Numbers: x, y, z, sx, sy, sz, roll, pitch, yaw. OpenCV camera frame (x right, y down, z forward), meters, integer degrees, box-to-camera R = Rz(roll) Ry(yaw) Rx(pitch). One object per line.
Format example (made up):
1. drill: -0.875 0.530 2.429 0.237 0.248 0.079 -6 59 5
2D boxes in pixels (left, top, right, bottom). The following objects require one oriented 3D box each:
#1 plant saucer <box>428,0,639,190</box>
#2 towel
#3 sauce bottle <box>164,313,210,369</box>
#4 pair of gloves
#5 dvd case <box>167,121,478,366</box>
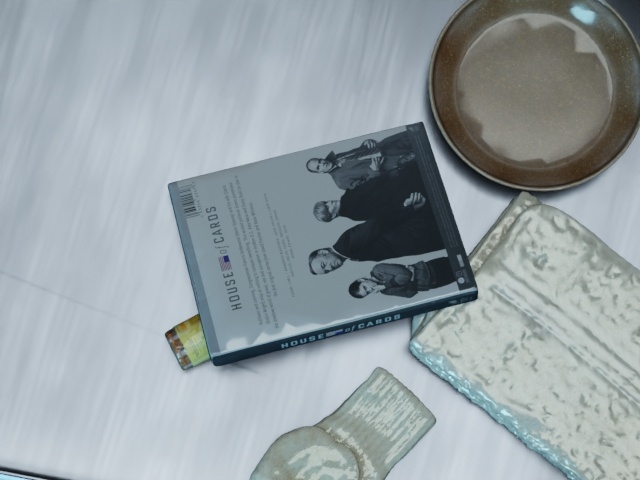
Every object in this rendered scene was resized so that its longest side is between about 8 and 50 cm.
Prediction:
1. plant saucer: 0.195 -0.139 1.680 0.198 0.036 0.199 0 82 -2
2. towel: 0.233 0.106 1.637 0.282 0.049 0.187 40 84 4
3. sauce bottle: -0.074 0.069 1.638 0.128 0.042 0.042 -27 83 -8
4. pair of gloves: 0.052 0.255 1.611 0.204 0.042 0.240 -37 83 -6
5. dvd case: 0.000 0.000 1.629 0.238 0.029 0.179 -14 63 -3
